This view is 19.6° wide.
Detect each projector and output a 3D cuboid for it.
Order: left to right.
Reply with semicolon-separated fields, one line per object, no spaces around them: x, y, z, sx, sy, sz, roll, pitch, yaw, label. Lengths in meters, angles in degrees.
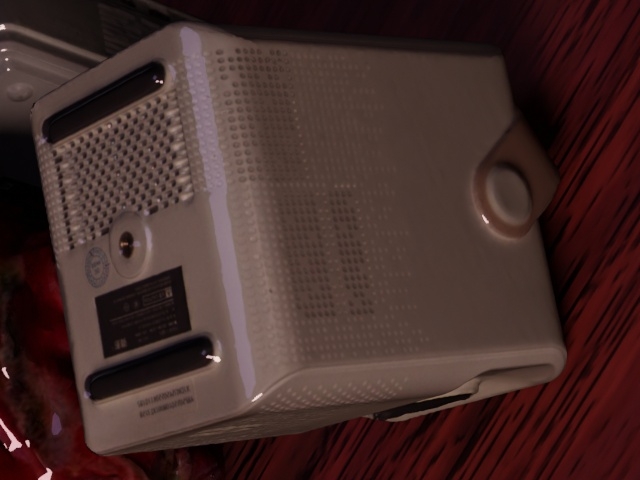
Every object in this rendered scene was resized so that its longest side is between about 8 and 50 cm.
-0.199;-0.057;1.180;0.257;0.192;0.099;-39;48;35;projector
0.000;0.000;0.891;0.163;0.242;0.177;-19;78;44;projector

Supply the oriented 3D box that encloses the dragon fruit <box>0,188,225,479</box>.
-0.212;0.121;1.040;0.329;0.329;0.329;-23;59;44;dragon fruit
